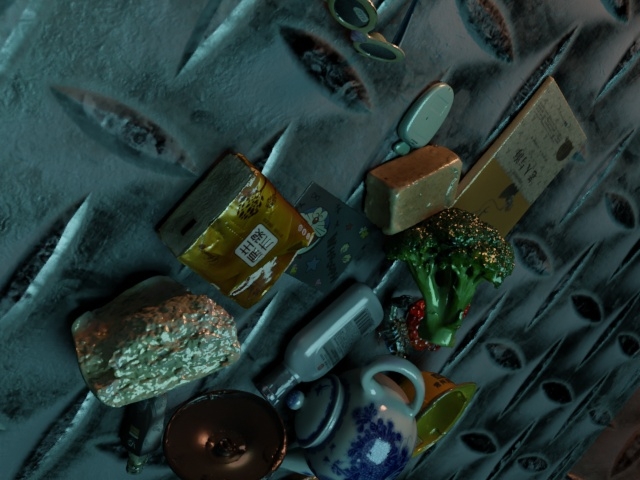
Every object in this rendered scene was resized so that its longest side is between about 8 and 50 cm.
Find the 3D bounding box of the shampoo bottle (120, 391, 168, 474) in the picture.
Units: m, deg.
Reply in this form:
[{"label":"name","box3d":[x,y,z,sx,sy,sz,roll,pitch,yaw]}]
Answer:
[{"label":"shampoo bottle","box3d":[-0.307,0.326,1.648,0.063,0.057,0.208,-18,136,-44]}]

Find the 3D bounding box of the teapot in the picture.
[{"label":"teapot","box3d":[0.049,0.373,1.932,0.280,0.252,0.424,30,124,-19]}]

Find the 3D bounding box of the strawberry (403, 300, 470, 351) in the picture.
[{"label":"strawberry","box3d":[0.266,0.172,2.092,0.188,0.082,0.121,-33,139,-17]}]

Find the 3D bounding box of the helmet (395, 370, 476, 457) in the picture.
[{"label":"helmet","box3d":[0.227,0.376,2.183,0.205,0.140,0.257,-5,132,-46]}]

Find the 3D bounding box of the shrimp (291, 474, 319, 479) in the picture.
[{"label":"shrimp","box3d":[-0.062,0.612,2.175,0.262,0.051,0.198,-10,130,-45]}]

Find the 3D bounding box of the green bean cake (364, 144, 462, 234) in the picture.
[{"label":"green bean cake","box3d":[0.169,-0.096,1.738,0.179,0.085,0.109,-28,138,-28]}]

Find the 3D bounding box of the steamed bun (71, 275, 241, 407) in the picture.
[{"label":"steamed bun","box3d":[-0.266,0.151,1.433,0.225,0.200,0.170,-21,97,-30]}]

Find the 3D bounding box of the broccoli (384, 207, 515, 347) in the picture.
[{"label":"broccoli","box3d":[0.242,0.069,1.819,0.269,0.254,0.269,10,90,-67]}]

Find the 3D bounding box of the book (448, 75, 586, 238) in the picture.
[{"label":"book","box3d":[0.402,-0.132,1.996,0.389,0.032,0.269,-51,143,2]}]

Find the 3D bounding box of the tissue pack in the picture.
[{"label":"tissue pack","box3d":[-0.127,-0.011,1.501,0.183,0.092,0.226,-47,142,-2]}]

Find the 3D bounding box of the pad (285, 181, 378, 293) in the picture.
[{"label":"pad","box3d":[0.000,0.000,1.717,0.170,0.006,0.245,-53,144,4]}]

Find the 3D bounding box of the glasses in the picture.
[{"label":"glasses","box3d":[0.124,-0.383,1.424,0.220,0.088,0.189,-48,144,-1]}]

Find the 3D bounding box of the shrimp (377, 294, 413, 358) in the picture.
[{"label":"shrimp","box3d":[0.161,0.183,2.005,0.082,0.076,0.174,-32,133,-42]}]

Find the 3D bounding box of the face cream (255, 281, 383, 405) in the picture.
[{"label":"face cream","box3d":[-0.002,0.208,1.848,0.291,0.071,0.144,-42,146,-10]}]

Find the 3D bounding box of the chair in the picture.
[{"label":"chair","box3d":[-0.177,0.497,1.799,0.226,0.226,0.401,-25,138,-29]}]

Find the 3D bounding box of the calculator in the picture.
[{"label":"calculator","box3d":[0.185,-0.216,1.699,0.153,0.021,0.095,-56,143,6]}]
